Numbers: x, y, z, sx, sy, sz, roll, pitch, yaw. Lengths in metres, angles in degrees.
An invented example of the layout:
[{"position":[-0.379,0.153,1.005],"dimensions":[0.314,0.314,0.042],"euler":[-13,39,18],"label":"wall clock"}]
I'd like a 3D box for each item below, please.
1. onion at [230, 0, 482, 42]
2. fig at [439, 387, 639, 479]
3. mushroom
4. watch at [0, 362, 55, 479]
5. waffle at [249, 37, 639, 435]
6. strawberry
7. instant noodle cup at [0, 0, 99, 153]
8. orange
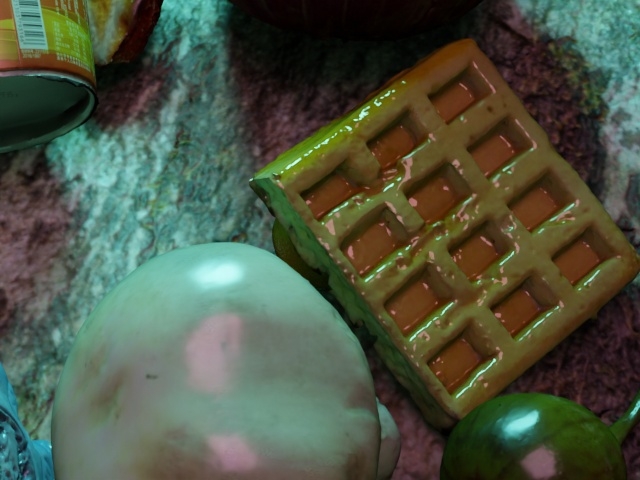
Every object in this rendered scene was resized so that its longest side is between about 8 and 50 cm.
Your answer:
[{"position":[0.037,-0.367,0.986],"dimensions":[0.348,0.385,0.347],"euler":[4,42,-3],"label":"onion"},{"position":[0.185,0.146,0.841],"dimensions":[0.124,0.124,0.236],"euler":[43,42,23],"label":"fig"},{"position":[-0.052,0.137,0.786],"dimensions":[0.254,0.234,0.260],"euler":[24,97,48],"label":"mushroom"},{"position":[-0.289,0.179,0.765],"dimensions":[0.193,0.211,0.210],"euler":[-15,58,7],"label":"watch"},{"position":[0.103,-0.011,0.896],"dimensions":[0.221,0.055,0.248],"euler":[-37,89,-23],"label":"waffle"},{"position":[-0.183,-0.233,1.064],"dimensions":[0.147,0.082,0.187],"euler":[-20,62,31],"label":"strawberry"},{"position":[-0.280,-0.177,0.958],"dimensions":[0.213,0.213,0.174],"euler":[-13,77,-9],"label":"instant noodle cup"},{"position":[0.000,0.000,0.929],"dimensions":[0.085,0.085,0.085],"euler":[0,58,-1],"label":"orange"}]
